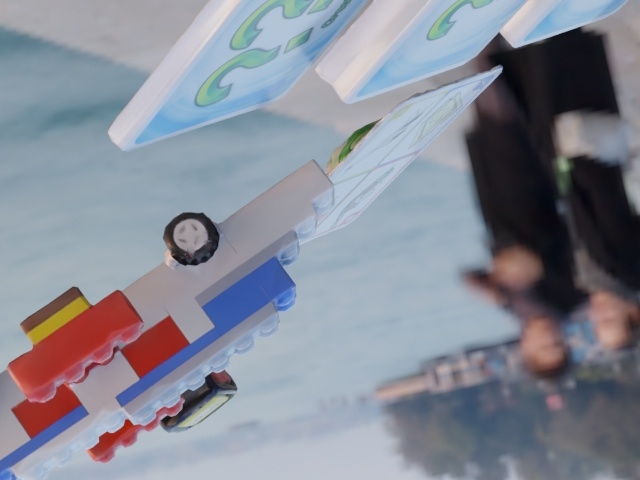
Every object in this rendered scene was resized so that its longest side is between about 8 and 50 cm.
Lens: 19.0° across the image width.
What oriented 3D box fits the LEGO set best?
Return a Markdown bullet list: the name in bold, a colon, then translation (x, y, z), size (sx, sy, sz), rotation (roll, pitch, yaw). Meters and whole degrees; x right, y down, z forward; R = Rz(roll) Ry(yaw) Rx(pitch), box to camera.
- **LEGO set**: translation (0.000, 0.000, 0.444), size (0.182, 0.060, 0.244), rotation (-22, 163, -49)
